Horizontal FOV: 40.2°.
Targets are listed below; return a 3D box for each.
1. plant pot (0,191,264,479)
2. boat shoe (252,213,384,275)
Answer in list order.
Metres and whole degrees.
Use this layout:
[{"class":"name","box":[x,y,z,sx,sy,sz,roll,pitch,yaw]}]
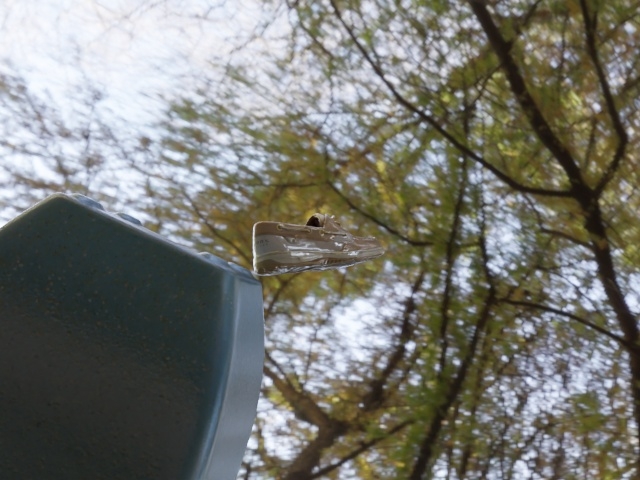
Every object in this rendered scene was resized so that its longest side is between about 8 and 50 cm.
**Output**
[{"class":"plant pot","box":[-0.165,0.110,0.660,0.247,0.248,0.252,25,-93,6]},{"class":"boat shoe","box":[0.000,0.000,0.916,0.063,0.170,0.059,-20,-103,44]}]
